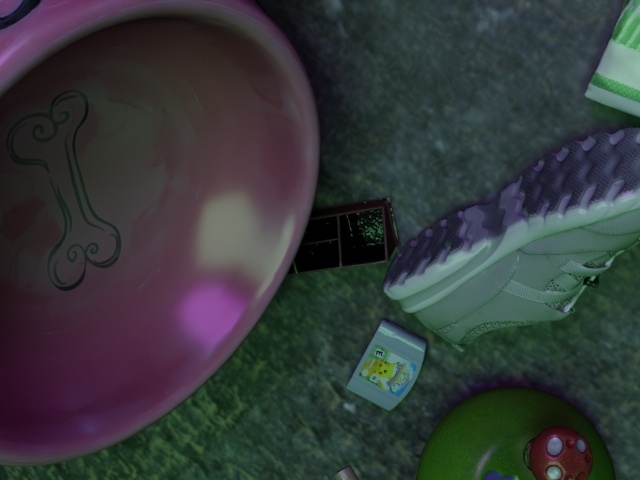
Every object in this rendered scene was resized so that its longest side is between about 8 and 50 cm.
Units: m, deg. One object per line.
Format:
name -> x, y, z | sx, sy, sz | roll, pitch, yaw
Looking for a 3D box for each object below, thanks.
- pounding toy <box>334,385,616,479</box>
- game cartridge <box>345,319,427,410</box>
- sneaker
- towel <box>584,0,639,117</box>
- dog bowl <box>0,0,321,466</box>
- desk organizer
pounding toy -> 0.156, 0.225, 0.699 | 0.237, 0.110, 0.183 | -23, 86, -11
game cartridge -> 0.065, 0.120, 0.800 | 0.056, 0.017, 0.083 | 26, 114, 2
sneaker -> 0.190, 0.005, 0.686 | 0.281, 0.105, 0.115 | -28, 114, 37
towel -> 0.355, -0.205, 0.569 | 0.248, 0.038, 0.324 | 27, 113, 18
dog bowl -> -0.165, -0.026, 0.583 | 0.150, 0.408, 0.408 | 30, 117, 31
desk organizer -> 0.000, 0.000, 0.756 | 0.130, 0.050, 0.047 | -9, 106, 19
